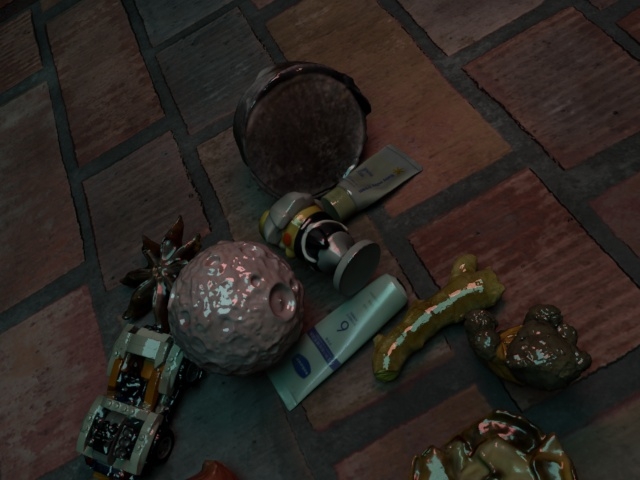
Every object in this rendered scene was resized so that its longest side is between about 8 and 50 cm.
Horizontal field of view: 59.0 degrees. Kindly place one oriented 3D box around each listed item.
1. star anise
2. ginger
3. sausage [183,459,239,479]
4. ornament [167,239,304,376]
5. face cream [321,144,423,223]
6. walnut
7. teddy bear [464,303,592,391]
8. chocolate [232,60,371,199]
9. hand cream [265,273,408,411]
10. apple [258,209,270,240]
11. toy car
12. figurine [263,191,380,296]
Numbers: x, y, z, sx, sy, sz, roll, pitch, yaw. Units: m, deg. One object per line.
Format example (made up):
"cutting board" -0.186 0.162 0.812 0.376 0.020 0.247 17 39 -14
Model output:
"star anise" -0.336 0.074 1.260 0.288 0.088 0.288 -8 72 26
"ginger" 0.206 0.146 1.038 0.298 0.065 0.118 -40 43 -7
"sausage" -0.235 0.499 0.949 0.148 0.148 0.254 35 77 32
"ornament" -0.148 0.125 1.063 0.225 0.259 0.260 -13 54 42
"face cream" 0.107 -0.130 1.242 0.224 0.070 0.114 -37 56 -14
"walnut" 0.261 0.369 0.849 0.238 0.141 0.204 6 53 25
"teddy bear" 0.334 0.179 0.905 0.177 0.190 0.140 -3 89 -3
"chocolate" -0.067 -0.261 1.270 0.303 0.303 0.213 -39 39 -5
"hand cream" 0.036 0.186 1.095 0.320 0.067 0.109 -41 57 3
"apple" -0.095 -0.030 1.244 0.083 0.071 0.084 -9 59 15
"toy car" -0.360 0.318 1.115 0.193 0.118 0.301 11 68 22
"figurine" 0.000 0.000 1.128 0.236 0.176 0.133 35 89 29
